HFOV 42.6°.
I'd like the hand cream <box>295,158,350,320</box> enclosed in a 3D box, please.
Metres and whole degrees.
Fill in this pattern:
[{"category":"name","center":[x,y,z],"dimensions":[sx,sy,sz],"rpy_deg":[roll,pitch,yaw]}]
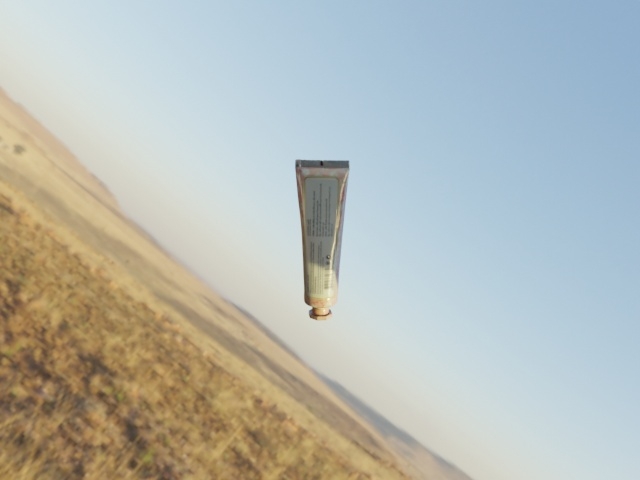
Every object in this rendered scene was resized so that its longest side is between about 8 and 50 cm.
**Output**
[{"category":"hand cream","center":[0.000,0.000,1.035],"dimensions":[0.067,0.209,0.043],"rpy_deg":[2,19,2]}]
